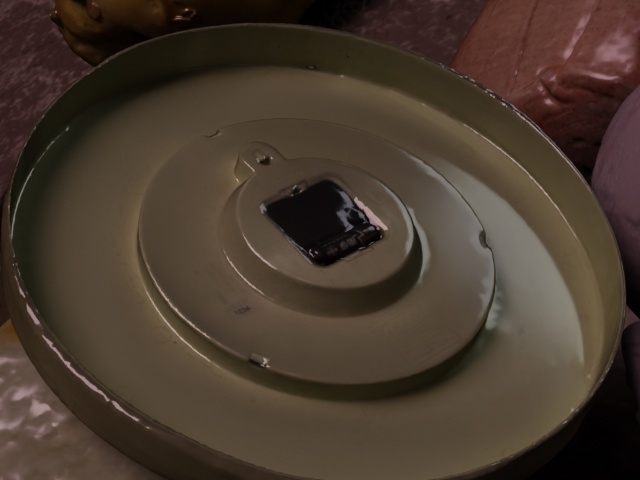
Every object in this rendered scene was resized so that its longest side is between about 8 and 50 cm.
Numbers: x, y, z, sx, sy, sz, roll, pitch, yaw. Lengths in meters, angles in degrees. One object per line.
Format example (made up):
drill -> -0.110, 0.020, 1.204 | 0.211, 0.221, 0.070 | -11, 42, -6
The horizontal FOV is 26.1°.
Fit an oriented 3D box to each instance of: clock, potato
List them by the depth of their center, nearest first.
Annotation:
clock -> 0.000, 0.000, 0.516 | 0.235, 0.029, 0.235 | 8, 44, -8
potato -> -0.055, -0.221, 0.997 | 0.300, 0.140, 0.173 | -34, 30, -4

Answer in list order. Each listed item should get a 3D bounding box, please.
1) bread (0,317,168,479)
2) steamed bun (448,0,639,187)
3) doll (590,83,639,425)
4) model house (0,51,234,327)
bread -> -0.101, 0.183, 0.487 | 0.225, 0.250, 0.279 | -19, 45, -40
steamed bun -> 0.143, -0.086, 0.733 | 0.175, 0.106, 0.145 | -3, 53, 55
doll -> 0.172, 0.048, 0.537 | 0.151, 0.151, 0.287 | -12, 47, 30
model house -> -0.026, -0.001, 0.687 | 0.204, 0.211, 0.243 | -21, 40, 18
